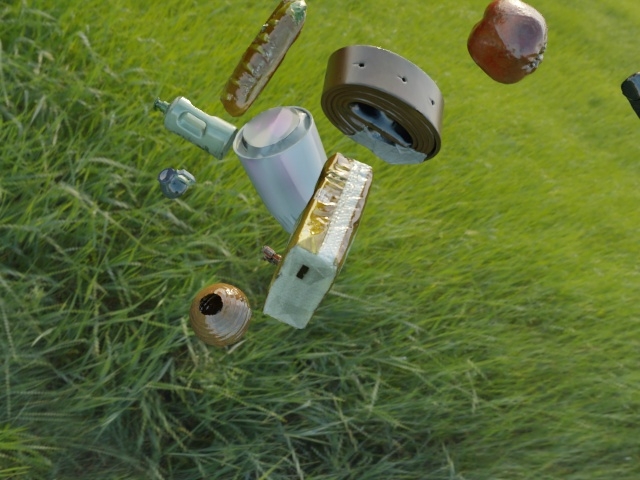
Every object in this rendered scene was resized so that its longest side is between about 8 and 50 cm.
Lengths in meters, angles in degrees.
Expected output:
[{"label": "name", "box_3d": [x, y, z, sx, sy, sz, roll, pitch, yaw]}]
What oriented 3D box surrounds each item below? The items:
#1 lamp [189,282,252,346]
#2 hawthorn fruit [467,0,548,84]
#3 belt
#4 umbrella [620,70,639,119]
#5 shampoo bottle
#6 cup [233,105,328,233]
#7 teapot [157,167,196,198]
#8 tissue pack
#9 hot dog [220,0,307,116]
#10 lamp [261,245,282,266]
[{"label": "lamp", "box_3d": [-0.214, 0.160, 1.428, 0.136, 0.136, 0.136, 16, 60, -30]}, {"label": "hawthorn fruit", "box_3d": [0.283, -0.301, 0.997, 0.128, 0.128, 0.128, 16, 60, -30]}, {"label": "belt", "box_3d": [0.149, -0.299, 1.516, 0.339, 0.217, 0.122, 29, 61, -37]}, {"label": "umbrella", "box_3d": [0.362, -0.062, 0.640, 0.248, 0.071, 0.071, 57, 48, -15]}, {"label": "shampoo bottle", "box_3d": [-0.350, -0.320, 1.814, 0.234, 0.118, 0.087, 30, 55, -3]}, {"label": "cup", "box_3d": [-0.091, -0.213, 2.072, 0.253, 0.253, 0.371, -64, 143, -37]}, {"label": "teapot", "box_3d": [-0.334, -0.137, 1.529, 0.057, 0.088, 0.066, 57, 25, -54]}, {"label": "tissue pack", "box_3d": [0.000, 0.000, 1.021, 0.092, 0.183, 0.226, 25, 47, -5]}, {"label": "hot dog", "box_3d": [-0.112, -0.367, 1.323, 0.072, 0.269, 0.115, 33, 10, -11]}, {"label": "lamp", "box_3d": [-0.094, 0.046, 1.464, 0.083, 0.063, 0.031, 35, 82, 15]}]
